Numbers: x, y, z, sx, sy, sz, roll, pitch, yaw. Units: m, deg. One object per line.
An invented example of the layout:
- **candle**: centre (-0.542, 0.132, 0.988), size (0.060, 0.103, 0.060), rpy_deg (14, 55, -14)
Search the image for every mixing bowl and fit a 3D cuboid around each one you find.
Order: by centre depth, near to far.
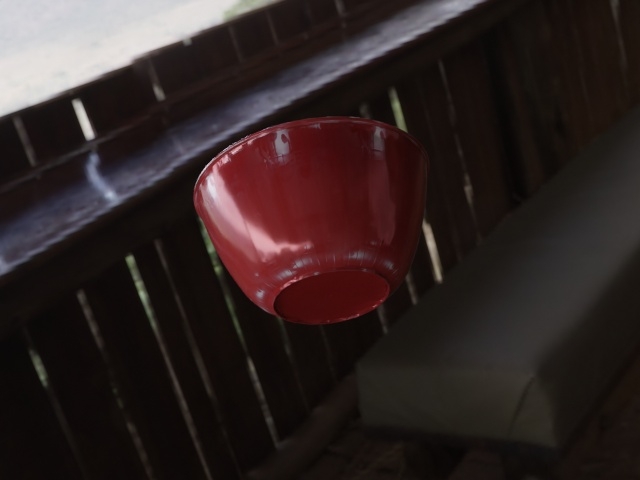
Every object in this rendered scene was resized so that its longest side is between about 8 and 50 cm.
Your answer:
- **mixing bowl**: centre (0.000, 0.000, 0.792), size (0.182, 0.181, 0.098), rpy_deg (-14, 60, 9)
